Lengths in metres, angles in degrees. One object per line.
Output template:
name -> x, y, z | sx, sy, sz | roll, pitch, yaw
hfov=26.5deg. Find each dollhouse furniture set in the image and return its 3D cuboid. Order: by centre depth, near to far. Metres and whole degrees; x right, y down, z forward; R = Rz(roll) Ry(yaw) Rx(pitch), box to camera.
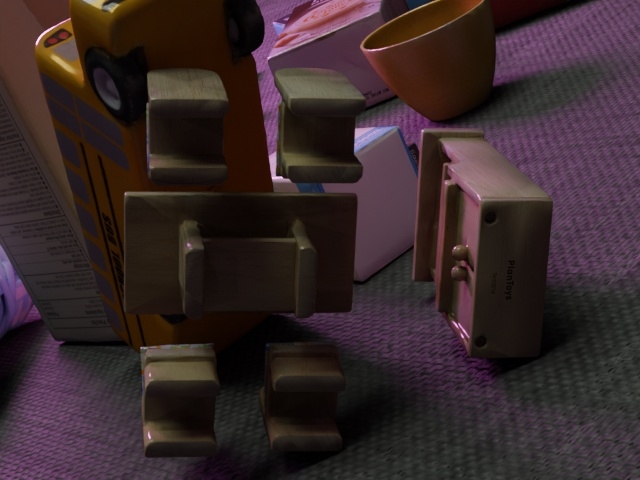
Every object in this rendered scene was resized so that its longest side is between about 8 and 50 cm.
dollhouse furniture set -> 0.000, 0.000, 0.842 | 0.242, 0.212, 0.161 | 0, 18, -9

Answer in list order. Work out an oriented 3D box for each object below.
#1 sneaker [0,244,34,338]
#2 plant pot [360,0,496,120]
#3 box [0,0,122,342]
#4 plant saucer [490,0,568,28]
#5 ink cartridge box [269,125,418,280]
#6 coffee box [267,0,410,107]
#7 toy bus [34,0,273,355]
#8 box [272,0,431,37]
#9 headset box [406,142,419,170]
sneaker -> -0.320, 0.045, 1.241 | 0.150, 0.135, 0.366 | 3, 28, -26
plant pot -> 0.118, -0.174, 1.337 | 0.134, 0.095, 0.134 | -22, 18, 8
box -> -0.218, -0.073, 1.147 | 0.148, 0.311, 0.121 | -4, 28, 46
plant saucer -> 0.295, -0.332, 1.624 | 0.259, 0.048, 0.258 | -18, 19, 20
ink cartridge box -> 0.006, -0.032, 1.091 | 0.090, 0.092, 0.143 | -34, 21, -27
coffee box -> 0.032, -0.227, 1.593 | 0.141, 0.098, 0.246 | -21, 19, 13
toy bus -> -0.106, -0.055, 0.937 | 0.108, 0.333, 0.130 | -34, 49, -27
box -> 0.062, -0.328, 1.895 | 0.244, 0.060, 0.100 | -28, 18, -9
headset box -> 0.048, -0.058, 1.207 | 0.083, 0.032, 0.062 | -34, 21, -28
